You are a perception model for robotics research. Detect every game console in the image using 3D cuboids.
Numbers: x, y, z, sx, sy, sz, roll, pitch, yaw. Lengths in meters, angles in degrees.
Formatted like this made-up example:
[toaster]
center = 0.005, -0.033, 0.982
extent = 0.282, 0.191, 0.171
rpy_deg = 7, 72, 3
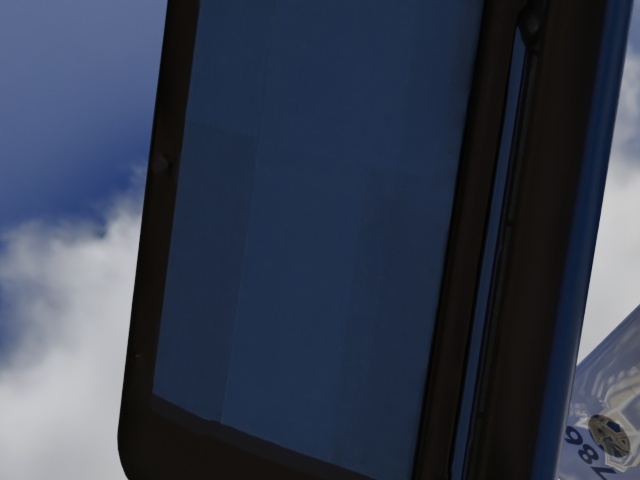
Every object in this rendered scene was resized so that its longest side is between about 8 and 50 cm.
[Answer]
[game console]
center = 0.000, 0.000, 0.603
extent = 0.173, 0.250, 0.293
rpy_deg = 8, -79, 4

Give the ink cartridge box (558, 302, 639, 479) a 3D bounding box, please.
[ink cartridge box]
center = 0.188, 0.013, 0.717
extent = 0.165, 0.333, 0.065
rpy_deg = -37, -100, -30
